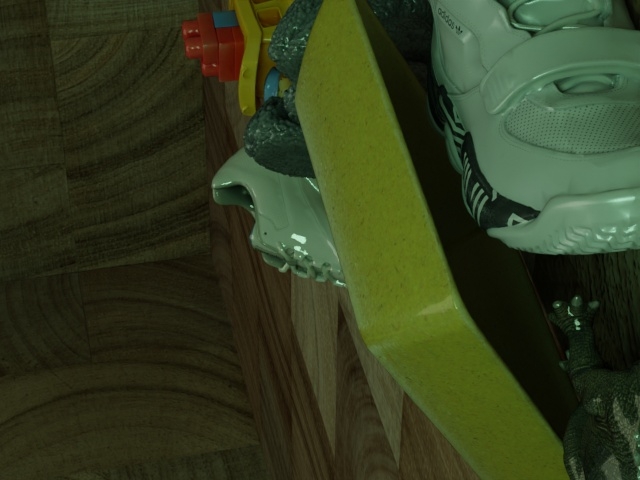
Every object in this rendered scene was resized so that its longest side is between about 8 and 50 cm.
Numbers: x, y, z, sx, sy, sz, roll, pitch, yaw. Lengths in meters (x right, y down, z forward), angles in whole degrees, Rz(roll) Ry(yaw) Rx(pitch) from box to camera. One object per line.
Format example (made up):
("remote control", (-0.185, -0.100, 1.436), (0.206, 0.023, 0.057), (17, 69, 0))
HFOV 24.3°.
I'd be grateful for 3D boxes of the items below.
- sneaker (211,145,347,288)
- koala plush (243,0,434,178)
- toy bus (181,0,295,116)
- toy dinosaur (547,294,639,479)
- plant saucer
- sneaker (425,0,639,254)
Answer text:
("sneaker", (0.000, 0.000, 1.637), (0.297, 0.129, 0.111), (44, 157, 22))
("koala plush", (0.054, -0.179, 1.370), (0.196, 0.203, 0.221), (112, 171, -53))
("toy bus", (-0.048, -0.210, 1.709), (0.149, 0.211, 0.220), (96, 162, -48))
("toy dinosaur", (0.191, 0.134, 0.896), (0.313, 0.121, 0.160), (103, 171, -53))
("plant saucer", (0.087, 0.025, 1.067), (0.333, 0.081, 0.333), (51, -163, -46))
("sneaker", (0.138, -0.134, 0.923), (0.366, 0.137, 0.210), (-113, 15, -67))
